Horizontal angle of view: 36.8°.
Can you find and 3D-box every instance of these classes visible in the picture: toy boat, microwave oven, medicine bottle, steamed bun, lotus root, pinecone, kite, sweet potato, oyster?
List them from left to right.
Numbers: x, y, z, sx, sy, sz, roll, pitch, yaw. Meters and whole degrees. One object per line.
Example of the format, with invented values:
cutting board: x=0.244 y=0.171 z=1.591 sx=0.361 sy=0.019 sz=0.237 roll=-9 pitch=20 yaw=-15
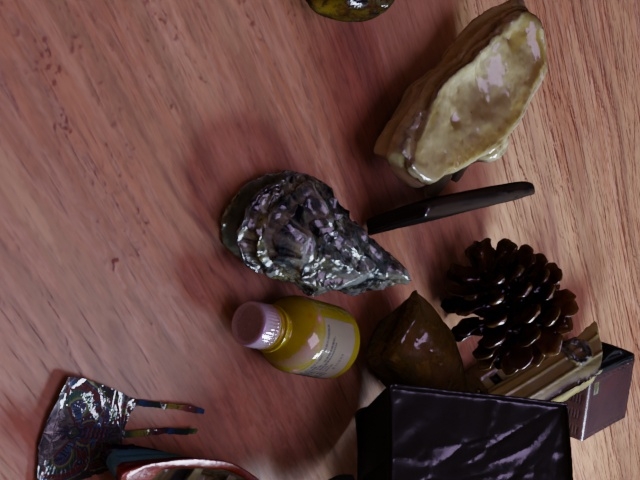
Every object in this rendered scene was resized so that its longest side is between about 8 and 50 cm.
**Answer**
kite: x=-0.270 y=0.270 z=1.336 sx=0.285 sy=0.015 sz=0.152 roll=18 pitch=90 yaw=-50
toy boat: x=-0.188 y=0.365 z=1.394 sx=0.136 sy=0.079 sz=0.392 roll=-55 pitch=142 yaw=-6
medicine bottle: x=-0.043 y=0.144 z=1.481 sx=0.212 sy=0.122 sz=0.122 roll=20 pitch=86 yaw=-50
oyster: x=0.002 y=0.004 z=1.484 sx=0.351 sy=0.158 sz=0.162 roll=25 pitch=109 yaw=-35
lotus root: x=0.047 y=-0.385 z=1.433 sx=0.209 sy=0.120 sz=0.120 roll=-9 pitch=108 yaw=-49
sweet potato: x=0.193 y=0.236 z=1.771 sx=0.158 sy=0.158 sz=0.370 roll=-57 pitch=137 yaw=-21
steamed bun: x=0.249 y=-0.221 z=1.703 sx=0.247 sy=0.189 sz=0.428 roll=50 pitch=64 yaw=-24
pinecone: x=0.350 y=0.112 z=1.861 sx=0.264 sy=0.264 sz=0.264 roll=-19 pitch=115 yaw=-46
toy boat: x=0.429 y=0.297 z=2.046 sx=0.445 sy=0.162 sz=0.136 roll=-24 pitch=150 yaw=-25
microwave oven: x=0.606 y=0.335 z=2.273 sx=0.247 sy=0.178 sz=0.188 roll=-11 pitch=107 yaw=-47

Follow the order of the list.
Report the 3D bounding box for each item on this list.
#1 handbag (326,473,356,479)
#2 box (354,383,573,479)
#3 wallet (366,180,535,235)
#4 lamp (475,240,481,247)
handbag: x=-0.008 y=0.546 z=1.463 sx=0.275 sy=0.178 sz=0.302 roll=-18 pitch=77 yaw=-36
box: x=0.247 y=0.408 z=1.653 sx=0.345 sy=0.204 sz=0.251 roll=7 pitch=65 yaw=-11
wallet: x=0.228 y=-0.062 z=1.697 sx=0.309 sy=0.165 sz=0.042 roll=-14 pitch=91 yaw=-41
lamp: x=0.351 y=0.041 z=1.993 sx=0.121 sy=0.041 sz=0.054 roll=20 pitch=94 yaw=-48
